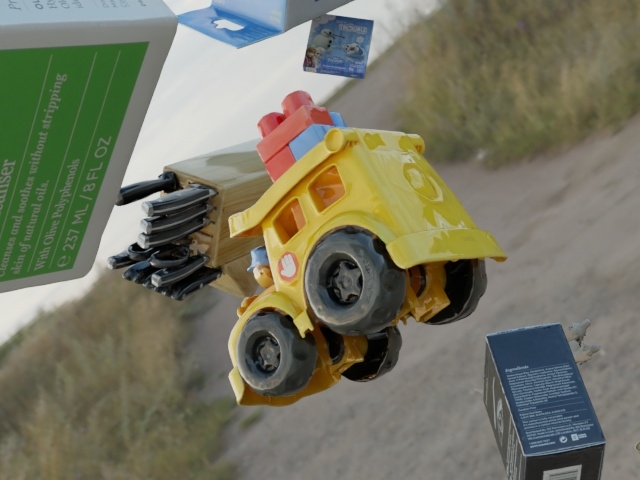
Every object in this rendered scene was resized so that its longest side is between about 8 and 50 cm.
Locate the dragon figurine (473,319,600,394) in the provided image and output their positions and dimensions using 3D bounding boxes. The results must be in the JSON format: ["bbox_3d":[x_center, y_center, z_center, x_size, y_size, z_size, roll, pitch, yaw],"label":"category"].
[{"bbox_3d":[0.415,0.238,2.340,0.289,0.085,0.144,-34,-15,-14],"label":"dragon figurine"}]

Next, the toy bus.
[{"bbox_3d":[0.000,0.000,0.994,0.220,0.211,0.149,-42,-22,31],"label":"toy bus"}]

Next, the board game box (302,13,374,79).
[{"bbox_3d":[0.026,-0.280,1.809,0.020,0.090,0.090,84,-165,-68],"label":"board game box"}]

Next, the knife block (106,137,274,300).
[{"bbox_3d":[-0.119,-0.051,1.397,0.276,0.088,0.242,-60,-28,-19],"label":"knife block"}]

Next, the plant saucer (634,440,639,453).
[{"bbox_3d":[0.418,0.247,1.504,0.083,0.015,0.083,-13,5,1],"label":"plant saucer"}]

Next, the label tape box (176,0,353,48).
[{"bbox_3d":[-0.031,-0.401,1.784,0.347,0.115,0.249,-26,28,-19],"label":"label tape box"}]

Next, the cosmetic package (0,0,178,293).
[{"bbox_3d":[-0.280,-0.067,0.610,0.365,0.155,0.197,-13,-38,-40],"label":"cosmetic package"}]

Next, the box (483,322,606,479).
[{"bbox_3d":[0.293,0.238,1.674,0.108,0.153,0.207,-9,47,-3],"label":"box"}]
